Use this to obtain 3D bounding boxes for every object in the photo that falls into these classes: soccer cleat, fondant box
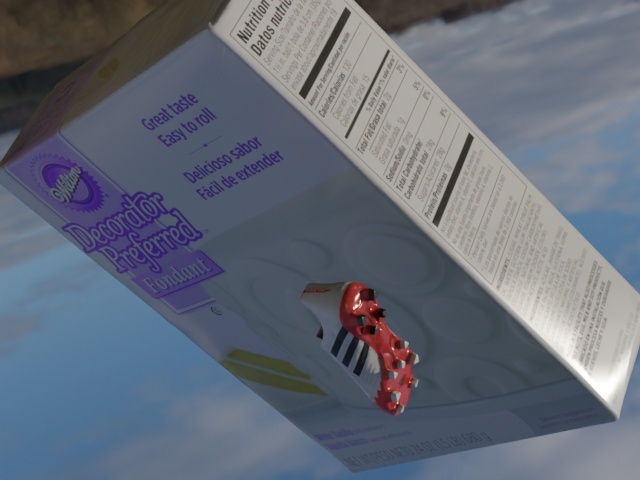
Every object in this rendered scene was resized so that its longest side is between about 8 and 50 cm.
[{"bbox_3d":[0.018,0.047,0.555,0.036,0.083,0.029,9,-126,33],"label":"soccer cleat"},{"bbox_3d":[0.000,0.000,0.766,0.238,0.330,0.096,-23,-149,47],"label":"fondant box"}]
